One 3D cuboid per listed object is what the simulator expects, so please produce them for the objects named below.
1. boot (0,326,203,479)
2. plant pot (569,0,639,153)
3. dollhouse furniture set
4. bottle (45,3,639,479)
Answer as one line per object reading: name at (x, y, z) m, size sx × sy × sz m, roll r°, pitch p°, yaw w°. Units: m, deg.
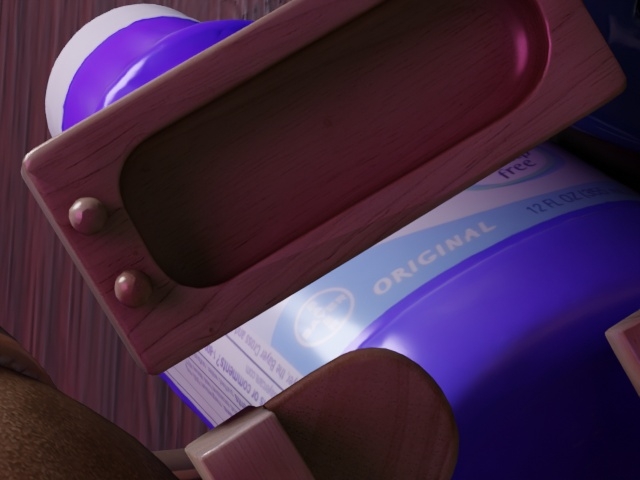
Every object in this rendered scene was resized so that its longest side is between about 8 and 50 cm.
boot at (-0.036, 0.112, 0.460) m, size 0.115 × 0.305 × 0.112 m, roll 35°, pitch 83°, yaw 23°
plant pot at (0.014, -0.171, 0.483) m, size 0.236 × 0.212 × 0.236 m, roll 38°, pitch 112°, yaw 55°
dollhouse furniture set at (0.046, 0.011, 0.339) m, size 0.151 × 0.144 × 0.123 m, roll 60°, pitch 170°, yaw -3°
bottle at (0.000, 0.000, 0.537) m, size 0.283 × 0.118 × 0.092 m, roll 40°, pitch 152°, yaw 54°
